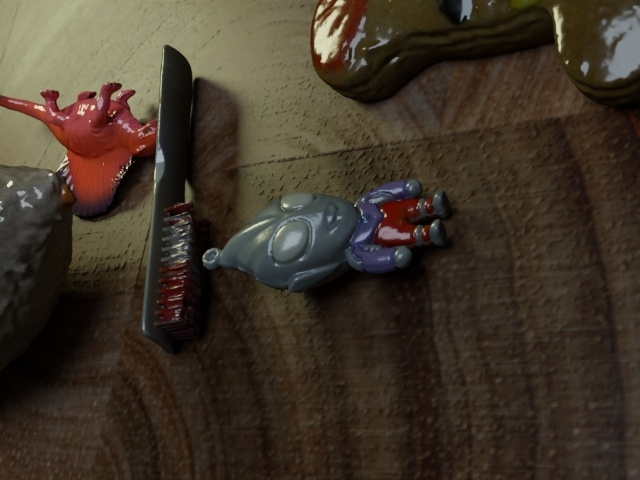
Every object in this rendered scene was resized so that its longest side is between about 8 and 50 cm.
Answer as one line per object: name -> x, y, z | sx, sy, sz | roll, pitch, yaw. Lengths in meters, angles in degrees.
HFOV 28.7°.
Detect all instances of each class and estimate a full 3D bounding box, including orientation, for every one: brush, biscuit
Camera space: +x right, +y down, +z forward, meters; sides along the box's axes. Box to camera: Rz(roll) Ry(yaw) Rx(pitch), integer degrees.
brush -> -0.134, -0.049, 1.211 | 0.050, 0.060, 0.321 | -12, 60, 20
biscuit -> 0.179, -0.293, 1.077 | 0.394, 0.076, 0.368 | 6, 72, 41

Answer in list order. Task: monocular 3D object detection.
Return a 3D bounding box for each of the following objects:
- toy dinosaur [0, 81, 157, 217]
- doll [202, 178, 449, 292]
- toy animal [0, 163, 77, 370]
toy dinosaur -> -0.268, -0.095, 1.354 | 0.286, 0.070, 0.139 | 3, 92, 42
doll -> 0.000, 0.000, 1.067 | 0.227, 0.075, 0.102 | -8, 45, 24
toy animal -> -0.361, 0.048, 1.243 | 0.358, 0.188, 0.226 | -34, 42, 36
